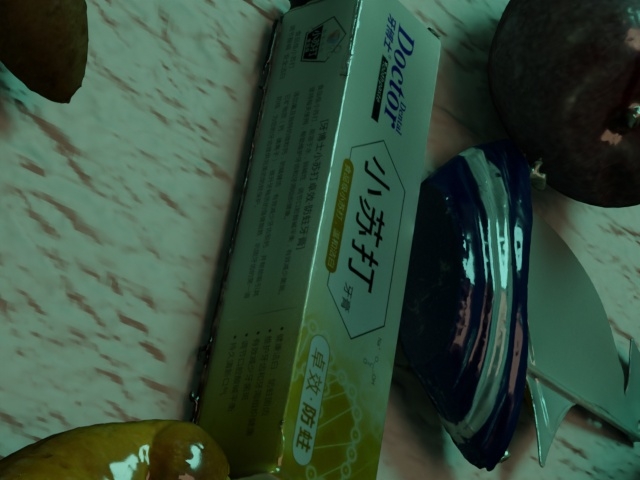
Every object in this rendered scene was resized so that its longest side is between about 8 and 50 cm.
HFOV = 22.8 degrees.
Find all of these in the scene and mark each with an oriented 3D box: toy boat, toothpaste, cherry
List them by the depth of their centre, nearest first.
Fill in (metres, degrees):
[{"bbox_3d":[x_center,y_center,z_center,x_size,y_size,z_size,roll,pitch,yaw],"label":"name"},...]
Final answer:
[{"bbox_3d":[0.000,0.000,0.871,0.089,0.071,0.313,37,52,-39],"label":"toothpaste"},{"bbox_3d":[0.156,0.061,1.028,0.291,0.067,0.220,28,57,-43],"label":"toy boat"},{"bbox_3d":[0.183,-0.112,1.055,0.176,0.140,0.176,56,12,-19],"label":"cherry"}]

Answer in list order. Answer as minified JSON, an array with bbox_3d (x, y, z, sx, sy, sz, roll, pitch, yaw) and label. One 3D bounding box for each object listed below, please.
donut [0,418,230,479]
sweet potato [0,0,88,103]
[{"bbox_3d":[-0.090,0.190,0.670,0.226,0.114,0.227,18,65,-44],"label":"donut"},{"bbox_3d":[-0.198,-0.213,0.708,0.114,0.092,0.341,-50,117,-16],"label":"sweet potato"}]
